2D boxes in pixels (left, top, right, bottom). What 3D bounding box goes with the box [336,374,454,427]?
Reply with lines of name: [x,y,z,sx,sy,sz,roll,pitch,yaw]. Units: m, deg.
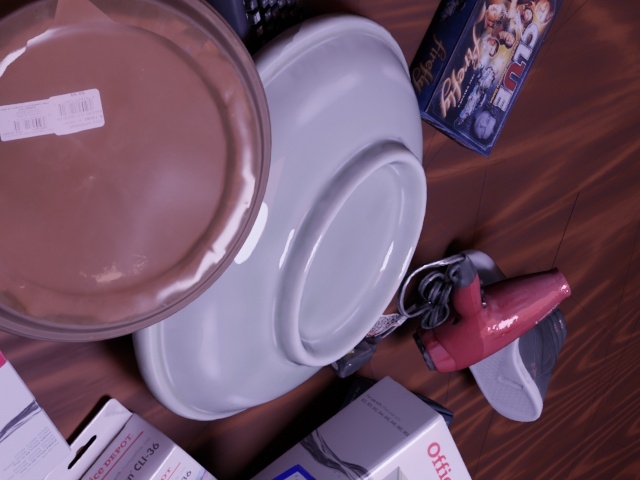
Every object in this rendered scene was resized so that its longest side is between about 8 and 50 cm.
box: [0.055,0.290,1.320,0.183,0.059,0.233,27,90,-54]

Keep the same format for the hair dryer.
hair dryer: [0.167,0.084,1.196,0.293,0.080,0.223,-12,158,-36]

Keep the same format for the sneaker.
sneaker: [0.242,0.090,1.409,0.147,0.104,0.296,-60,138,-37]

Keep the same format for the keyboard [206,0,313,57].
keyboard: [-0.074,-0.231,0.817,0.201,0.033,0.317,-49,143,-34]

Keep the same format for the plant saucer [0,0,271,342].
plant saucer: [-0.157,-0.055,0.748,0.277,0.041,0.278,-8,109,-23]

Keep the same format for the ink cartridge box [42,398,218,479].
ink cartridge box: [-0.165,0.241,1.000,0.115,0.067,0.198,-52,143,-14]

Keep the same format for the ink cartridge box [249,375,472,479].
ink cartridge box: [0.033,0.313,1.175,0.272,0.114,0.198,-35,121,-16]

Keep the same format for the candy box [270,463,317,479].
candy box: [-0.058,0.419,1.017,0.268,0.122,0.317,-29,120,-20]

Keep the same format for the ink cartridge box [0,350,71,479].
ink cartridge box: [-0.256,0.106,0.759,0.063,0.109,0.150,-45,141,-25]

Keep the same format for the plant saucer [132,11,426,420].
plant saucer: [0.000,0.000,0.977,0.400,0.100,0.401,-42,146,-37]

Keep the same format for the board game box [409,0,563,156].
board game box: [0.186,-0.228,1.164,0.165,0.042,0.243,21,95,-55]
